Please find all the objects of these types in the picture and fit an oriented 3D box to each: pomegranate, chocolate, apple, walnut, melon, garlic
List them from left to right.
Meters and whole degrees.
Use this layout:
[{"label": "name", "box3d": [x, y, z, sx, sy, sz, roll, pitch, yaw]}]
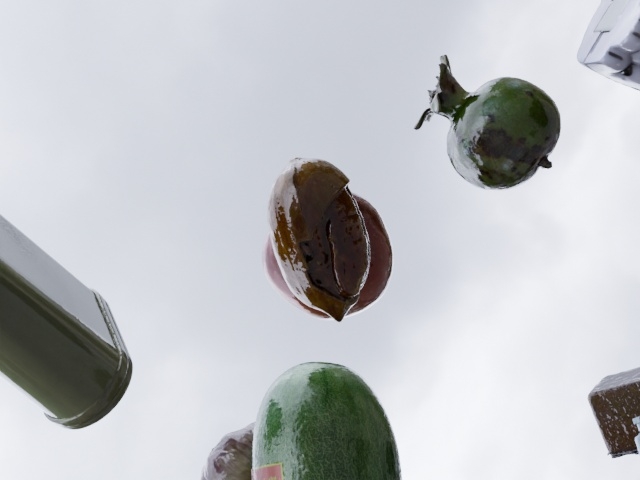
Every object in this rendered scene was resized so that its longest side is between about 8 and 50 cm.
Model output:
[{"label": "garlic", "box3d": [-0.102, 0.308, 1.143, 0.159, 0.102, 0.147, -56, -19, 2]}, {"label": "walnut", "box3d": [0.000, 0.000, 1.014, 0.116, 0.116, 0.207, -19, -80, -46]}, {"label": "melon", "box3d": [0.009, 0.286, 1.001, 0.182, 0.182, 0.287, 24, -129, -52]}, {"label": "apple", "box3d": [0.016, 0.033, 1.671, 0.260, 0.260, 0.216, -64, -20, -10]}, {"label": "pomegranate", "box3d": [0.203, -0.137, 1.027, 0.148, 0.169, 0.148, 19, -90, -89]}, {"label": "chocolate", "box3d": [0.559, 0.229, 1.285, 0.112, 0.321, 0.112, -28, -93, -48]}]

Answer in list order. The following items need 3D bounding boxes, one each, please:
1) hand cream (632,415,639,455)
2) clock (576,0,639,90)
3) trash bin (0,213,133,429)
[{"label": "hand cream", "box3d": [0.464, 0.319, 1.138, 0.043, 0.065, 0.170, 61, -166, -65]}, {"label": "clock", "box3d": [0.429, -0.205, 0.892, 0.188, 0.254, 0.189, -60, 1, 2]}, {"label": "trash bin", "box3d": [-0.360, 0.082, 1.019, 0.121, 0.243, 0.247, -40, -51, -1]}]
